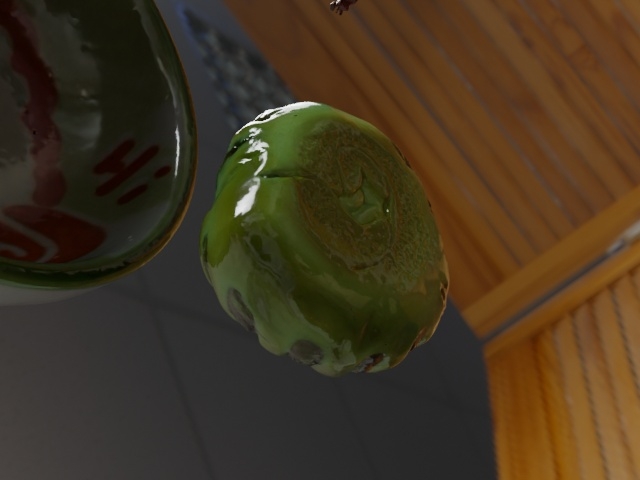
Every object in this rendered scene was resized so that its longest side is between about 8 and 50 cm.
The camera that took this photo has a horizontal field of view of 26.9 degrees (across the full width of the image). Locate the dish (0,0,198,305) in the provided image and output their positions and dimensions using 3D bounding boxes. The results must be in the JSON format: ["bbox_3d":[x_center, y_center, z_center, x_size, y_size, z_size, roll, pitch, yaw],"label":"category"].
[{"bbox_3d":[-0.220,-0.093,0.672,0.324,0.124,0.324,37,-146,-30],"label":"dish"}]

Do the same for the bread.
[{"bbox_3d":[0.000,0.000,0.624,0.130,0.071,0.139,16,-131,-34],"label":"bread"}]

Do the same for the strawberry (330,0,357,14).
[{"bbox_3d":[0.048,-0.204,0.643,0.085,0.192,0.140,4,-173,-7],"label":"strawberry"}]
